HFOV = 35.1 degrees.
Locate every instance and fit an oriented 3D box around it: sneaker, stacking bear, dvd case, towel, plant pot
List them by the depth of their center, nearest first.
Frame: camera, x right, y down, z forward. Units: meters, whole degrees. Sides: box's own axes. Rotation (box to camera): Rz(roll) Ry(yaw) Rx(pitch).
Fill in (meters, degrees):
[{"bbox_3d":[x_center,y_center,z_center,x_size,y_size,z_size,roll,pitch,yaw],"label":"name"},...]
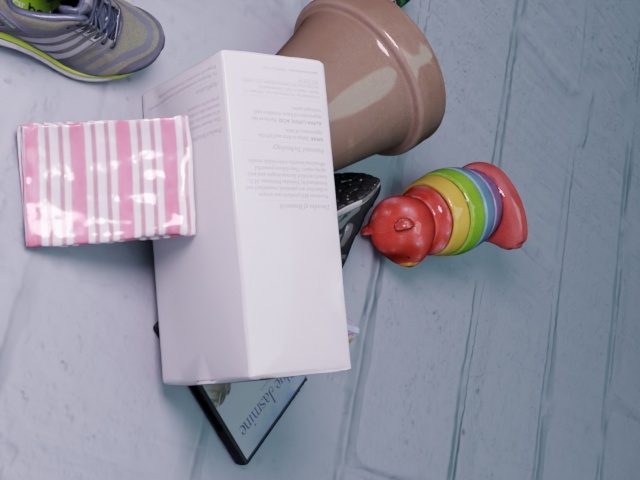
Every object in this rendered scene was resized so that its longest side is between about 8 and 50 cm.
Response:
[{"bbox_3d":[-0.283,-0.253,1.147,0.300,0.121,0.111,3,84,-52],"label":"sneaker"},{"bbox_3d":[-0.243,-0.068,1.161,0.197,0.029,0.144,-4,91,-10],"label":"towel"},{"bbox_3d":[-0.117,0.158,1.401,0.180,0.022,0.253,-52,126,-42],"label":"dvd case"},{"bbox_3d":[0.010,-0.198,1.452,0.229,0.263,0.263,-40,118,-27],"label":"plant pot"},{"bbox_3d":[0.000,0.000,1.530,0.283,0.107,0.124,-43,136,-43],"label":"sneaker"},{"bbox_3d":[0.198,-0.036,1.730,0.289,0.175,0.164,-16,101,-44],"label":"stacking bear"}]

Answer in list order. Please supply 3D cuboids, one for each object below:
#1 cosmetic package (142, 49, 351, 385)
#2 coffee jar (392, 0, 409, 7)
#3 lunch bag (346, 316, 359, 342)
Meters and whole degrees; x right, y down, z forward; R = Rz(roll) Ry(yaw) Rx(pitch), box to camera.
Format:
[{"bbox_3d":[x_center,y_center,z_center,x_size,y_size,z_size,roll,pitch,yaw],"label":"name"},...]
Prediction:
[{"bbox_3d":[-0.097,-0.018,1.250,0.156,0.217,0.385,-2,85,-37],"label":"cosmetic package"},{"bbox_3d":[0.084,-0.400,1.674,0.184,0.079,0.096,-52,126,-41],"label":"coffee jar"},{"bbox_3d":[0.009,0.129,1.517,0.071,0.083,0.053,19,72,-49],"label":"lunch bag"}]
